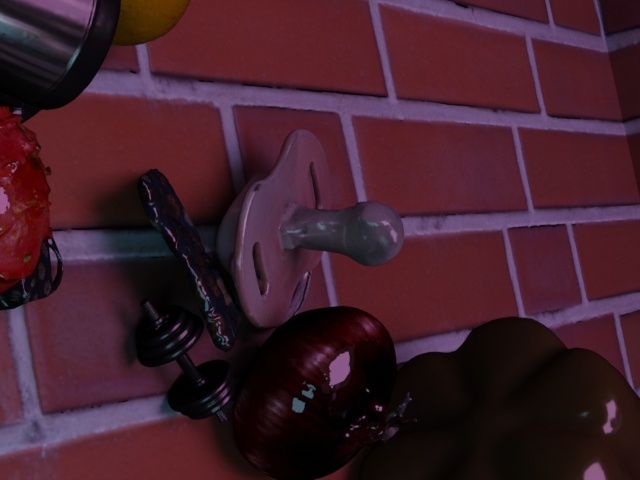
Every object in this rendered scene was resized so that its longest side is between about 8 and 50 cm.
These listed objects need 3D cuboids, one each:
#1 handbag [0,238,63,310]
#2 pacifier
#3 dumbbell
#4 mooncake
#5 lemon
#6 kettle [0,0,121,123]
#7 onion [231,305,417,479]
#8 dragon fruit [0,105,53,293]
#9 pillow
[{"bbox_3d":[-0.348,0.028,1.578,0.139,0.072,0.115,16,63,-68],"label":"handbag"},{"bbox_3d":[-0.030,-0.016,1.941,0.220,0.273,0.332,47,39,-13],"label":"pacifier"},{"bbox_3d":[-0.177,0.160,1.745,0.209,0.099,0.099,59,36,-24],"label":"dumbbell"},{"bbox_3d":[0.300,0.352,2.094,0.262,0.466,0.467,56,38,-34],"label":"mooncake"},{"bbox_3d":[-0.258,-0.347,1.736,0.244,0.186,0.187,-36,109,-67],"label":"lemon"},{"bbox_3d":[-0.405,-0.269,1.515,0.271,0.251,0.207,20,31,-44],"label":"kettle"},{"bbox_3d":[0.020,0.229,1.865,0.273,0.285,0.273,-39,144,-37],"label":"onion"},{"bbox_3d":[-0.386,-0.022,1.415,0.210,0.205,0.268,-123,-145,-57],"label":"dragon fruit"},{"bbox_3d":[-0.171,0.021,1.767,0.256,0.034,0.189,63,2,-9],"label":"pillow"}]
